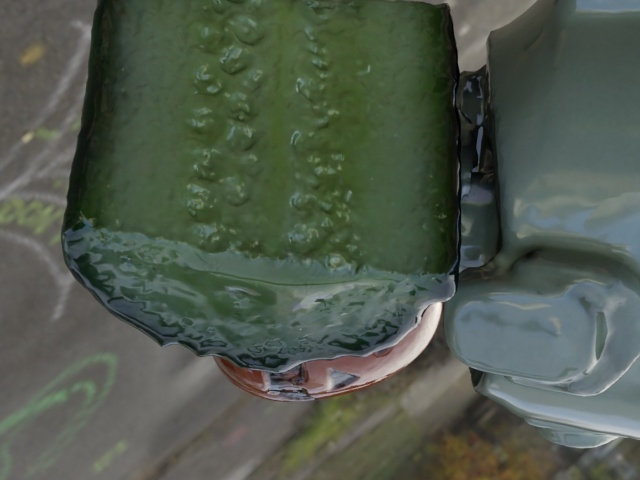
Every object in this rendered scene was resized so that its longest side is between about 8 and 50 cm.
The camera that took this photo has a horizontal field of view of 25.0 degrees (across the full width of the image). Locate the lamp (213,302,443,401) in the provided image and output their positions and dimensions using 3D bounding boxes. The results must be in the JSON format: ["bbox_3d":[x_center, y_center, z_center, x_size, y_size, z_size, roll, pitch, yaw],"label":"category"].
[{"bbox_3d":[0.000,0.000,0.846,0.163,0.188,0.188,-14,160,-5],"label":"lamp"}]

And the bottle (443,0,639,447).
[{"bbox_3d":[0.196,-0.006,0.524,0.229,0.351,0.229,5,90,-81],"label":"bottle"}]

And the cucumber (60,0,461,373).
[{"bbox_3d":[-0.018,-0.024,0.450,0.116,0.115,0.062,7,144,-9],"label":"cucumber"}]
